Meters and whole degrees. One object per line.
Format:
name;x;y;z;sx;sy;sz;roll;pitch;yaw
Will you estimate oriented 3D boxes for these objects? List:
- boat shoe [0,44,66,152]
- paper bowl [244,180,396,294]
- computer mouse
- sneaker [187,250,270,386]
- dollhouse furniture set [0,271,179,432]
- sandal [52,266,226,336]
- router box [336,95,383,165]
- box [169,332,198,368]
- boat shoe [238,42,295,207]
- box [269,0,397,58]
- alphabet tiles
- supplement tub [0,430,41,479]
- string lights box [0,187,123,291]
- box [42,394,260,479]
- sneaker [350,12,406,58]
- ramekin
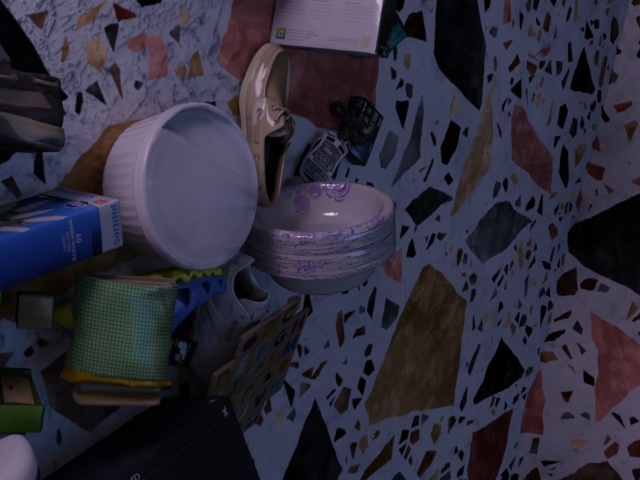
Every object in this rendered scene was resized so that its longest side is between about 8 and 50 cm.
boat shoe;-0.475;-0.208;1.357;0.355;0.132;0.130;19;75;-64
paper bowl;0.000;0.000;1.937;0.284;0.284;0.148;-32;127;-46
computer mouse;0.015;-0.185;2.100;0.106;0.042;0.193;44;67;-15
sneaker;-0.164;0.151;1.866;0.114;0.152;0.305;-40;132;-52
dollhouse furniture set;-0.345;0.158;1.492;0.302;0.151;0.197;4;101;-21
sandal;-0.284;0.123;1.691;0.317;0.126;0.138;-20;97;-39
router box;0.081;-0.232;2.194;0.092;0.038;0.122;38;70;-53
box;-0.267;0.189;1.811;0.083;0.062;0.052;21;84;-56
boat shoe;-0.091;-0.211;1.903;0.109;0.098;0.302;10;92;-56
box;0.038;-0.502;1.877;0.058;0.232;0.321;-2;103;-59
alphabet tiles;-0.132;0.267;1.952;0.285;0.011;0.342;-32;149;-48
supplement tub;-0.486;0.444;1.425;0.241;0.241;0.331;-31;124;-46
string lights box;-0.422;-0.001;1.468;0.260;0.133;0.076;-26;120;-49
box;-0.266;0.473;1.731;0.343;0.179;0.312;-31;107;-47
sneaker;0.120;-0.487;2.090;0.178;0.124;0.295;42;72;-48
ramekin;-0.233;-0.086;1.685;0.273;0.127;0.272;0;90;-53
